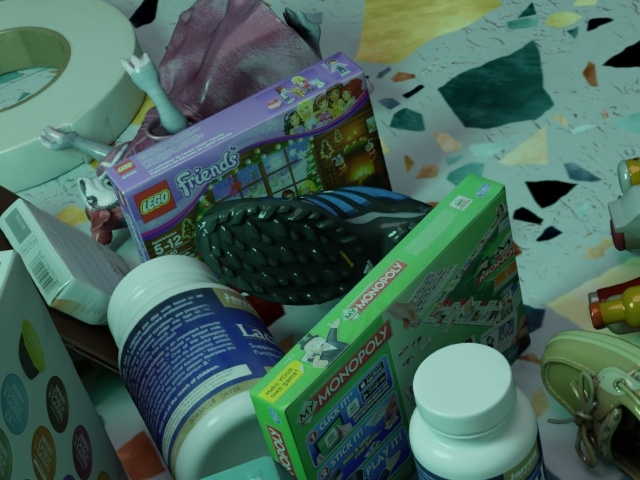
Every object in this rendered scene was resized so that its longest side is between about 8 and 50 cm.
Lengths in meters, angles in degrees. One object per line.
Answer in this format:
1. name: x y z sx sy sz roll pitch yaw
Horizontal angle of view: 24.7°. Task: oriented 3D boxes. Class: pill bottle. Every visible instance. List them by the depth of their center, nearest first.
1. pill bottle: 0.137 0.183 1.272 0.112 0.186 0.112 -9 41 8
2. pill bottle: -0.110 0.135 1.433 0.153 0.153 0.264 -26 41 -11

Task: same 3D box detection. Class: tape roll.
1. tape roll: -0.427 -0.202 1.986 0.392 0.072 0.392 -9 40 8

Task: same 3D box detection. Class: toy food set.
1. toy food set: 0.307 0.017 1.463 0.104 0.111 0.232 -11 43 6

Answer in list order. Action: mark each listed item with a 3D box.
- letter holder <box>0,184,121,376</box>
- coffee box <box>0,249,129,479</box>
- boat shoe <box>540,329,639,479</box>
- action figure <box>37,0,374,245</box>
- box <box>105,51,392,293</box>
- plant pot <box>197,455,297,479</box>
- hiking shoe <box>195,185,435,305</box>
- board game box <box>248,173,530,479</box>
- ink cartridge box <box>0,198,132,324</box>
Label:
1. letter holder: -0.339 0.081 1.596 0.152 0.214 0.302 -48 41 11
2. coffee box: -0.392 0.249 1.253 0.338 0.337 0.334 -7 40 12
3. boat shoe: 0.291 0.175 1.295 0.089 0.104 0.285 -34 44 -24
4. action figure: -0.162 -0.125 1.775 0.370 0.276 0.248 -58 21 -18
5. box: -0.068 -0.054 1.600 0.293 0.201 0.057 -28 41 -14
6. plant pot: -0.049 0.298 1.166 0.165 0.234 0.165 -20 41 -4
7. hiking shoe: 0.000 0.000 1.546 0.304 0.113 0.132 4 16 -28
8. board game box: 0.076 0.114 1.350 0.046 0.213 0.317 23 53 37
9. ink cartridge box: -0.252 0.040 1.579 0.045 0.179 0.145 -44 52 5
